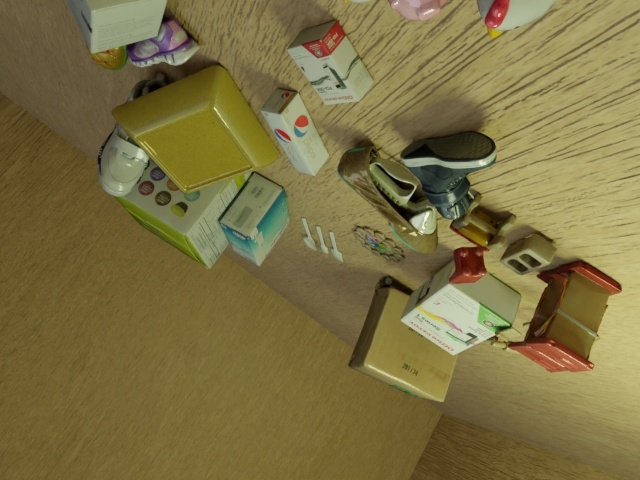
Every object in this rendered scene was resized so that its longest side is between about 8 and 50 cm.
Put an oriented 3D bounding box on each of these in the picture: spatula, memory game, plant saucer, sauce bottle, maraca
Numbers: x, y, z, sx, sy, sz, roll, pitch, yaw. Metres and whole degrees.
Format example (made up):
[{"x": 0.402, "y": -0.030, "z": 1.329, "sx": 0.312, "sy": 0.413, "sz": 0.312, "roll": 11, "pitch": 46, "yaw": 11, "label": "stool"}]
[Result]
[{"x": 0.000, "y": 0.000, "z": 1.808, "sx": 0.168, "sy": 0.019, "sz": 0.242, "roll": 28, "pitch": 162, "yaw": 21, "label": "spatula"}, {"x": 0.184, "y": 0.015, "z": 1.534, "sx": 0.186, "sy": 0.012, "sz": 0.186, "roll": 31, "pitch": 162, "yaw": 11, "label": "memory game"}, {"x": -0.324, "y": -0.258, "z": 1.285, "sx": 0.332, "sy": 0.081, "sz": 0.333, "roll": -17, "pitch": 140, "yaw": 15, "label": "plant saucer"}, {"x": 0.235, "y": 0.163, "z": 1.782, "sx": 0.042, "sy": 0.042, "sz": 0.128, "roll": 33, "pitch": 165, "yaw": 2, "label": "sauce bottle"}, {"x": -0.557, "y": -0.533, "z": 1.271, "sx": 0.127, "sy": 0.099, "sz": 0.185, "roll": 40, "pitch": 137, "yaw": -7, "label": "maraca"}]

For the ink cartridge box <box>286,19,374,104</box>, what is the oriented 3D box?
[{"x": 0.019, "y": -0.318, "z": 0.879, "sx": 0.099, "sy": 0.056, "sz": 0.135, "roll": 11, "pitch": 151, "yaw": 49, "label": "ink cartridge box"}]

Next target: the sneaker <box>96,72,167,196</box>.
[{"x": -0.534, "y": -0.314, "z": 1.397, "sx": 0.137, "sy": 0.366, "sz": 0.210, "roll": 23, "pitch": 161, "yaw": -27, "label": "sneaker"}]

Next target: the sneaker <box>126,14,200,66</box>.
[{"x": -0.390, "y": -0.478, "z": 1.139, "sx": 0.236, "sy": 0.095, "sz": 0.104, "roll": 13, "pitch": 147, "yaw": 38, "label": "sneaker"}]

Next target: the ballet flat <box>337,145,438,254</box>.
[{"x": 0.191, "y": -0.096, "z": 1.118, "sx": 0.342, "sy": 0.116, "sz": 0.124, "roll": 43, "pitch": 141, "yaw": -17, "label": "ballet flat"}]

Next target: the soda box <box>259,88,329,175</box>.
[{"x": -0.057, "y": -0.254, "z": 1.151, "sx": 0.069, "sy": 0.074, "sz": 0.216, "roll": 22, "pitch": 159, "yaw": 34, "label": "soda box"}]

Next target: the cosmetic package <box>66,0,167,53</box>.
[{"x": -0.410, "y": -0.491, "z": 0.946, "sx": 0.183, "sy": 0.151, "sz": 0.151, "roll": -10, "pitch": 106, "yaw": 65, "label": "cosmetic package"}]

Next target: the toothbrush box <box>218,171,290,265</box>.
[{"x": -0.222, "y": -0.066, "z": 1.702, "sx": 0.126, "sy": 0.216, "sz": 0.295, "roll": 29, "pitch": 163, "yaw": 12, "label": "toothbrush box"}]

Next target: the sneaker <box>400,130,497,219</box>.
[{"x": 0.266, "y": -0.114, "z": 0.907, "sx": 0.163, "sy": 0.086, "sz": 0.226, "roll": 54, "pitch": 165, "yaw": -22, "label": "sneaker"}]

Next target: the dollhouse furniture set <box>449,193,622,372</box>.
[{"x": 0.418, "y": 0.099, "z": 1.036, "sx": 0.374, "sy": 0.201, "sz": 0.152, "roll": 33, "pitch": 162, "yaw": 1, "label": "dollhouse furniture set"}]

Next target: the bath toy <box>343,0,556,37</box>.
[{"x": 0.108, "y": -0.331, "z": 0.575, "sx": 0.348, "sy": 0.129, "sz": 0.151, "roll": 27, "pitch": 161, "yaw": 17, "label": "bath toy"}]

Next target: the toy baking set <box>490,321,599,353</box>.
[{"x": 0.577, "y": 0.259, "z": 1.241, "sx": 0.256, "sy": 0.030, "sz": 0.197, "roll": 15, "pitch": 149, "yaw": -19, "label": "toy baking set"}]

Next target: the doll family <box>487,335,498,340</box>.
[{"x": 0.489, "y": 0.241, "z": 1.496, "sx": 0.193, "sy": 0.076, "sz": 0.111, "roll": 38, "pitch": 167, "yaw": -3, "label": "doll family"}]

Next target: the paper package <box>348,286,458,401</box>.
[{"x": 0.307, "y": 0.370, "z": 1.718, "sx": 0.325, "sy": 0.309, "sz": 0.168, "roll": 26, "pitch": 163, "yaw": -9, "label": "paper package"}]

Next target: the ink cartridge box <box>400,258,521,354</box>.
[{"x": 0.384, "y": 0.191, "z": 1.359, "sx": 0.201, "sy": 0.117, "sz": 0.278, "roll": 34, "pitch": 145, "yaw": 0, "label": "ink cartridge box"}]

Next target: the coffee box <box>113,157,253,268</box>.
[{"x": -0.452, "y": -0.162, "z": 1.653, "sx": 0.337, "sy": 0.334, "sz": 0.338, "roll": 30, "pitch": 162, "yaw": 11, "label": "coffee box"}]
